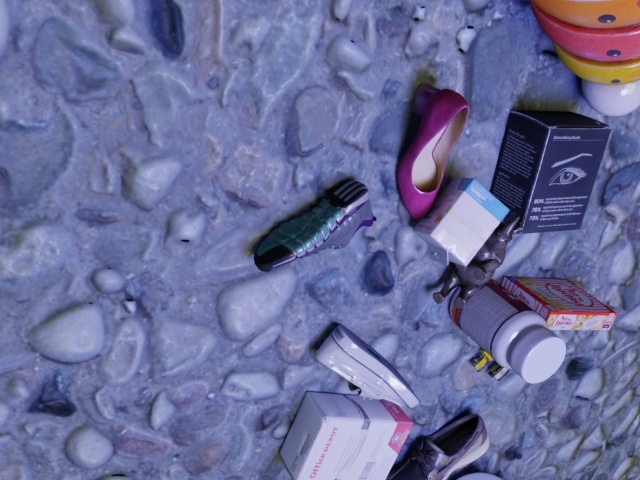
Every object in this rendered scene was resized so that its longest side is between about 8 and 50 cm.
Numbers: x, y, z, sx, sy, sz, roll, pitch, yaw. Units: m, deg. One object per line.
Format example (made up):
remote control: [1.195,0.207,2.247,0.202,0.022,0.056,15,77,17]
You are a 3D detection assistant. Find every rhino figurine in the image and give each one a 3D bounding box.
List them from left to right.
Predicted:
rhino figurine: [0.296,0.030,1.266,0.106,0.073,0.243,-39,164,-40]

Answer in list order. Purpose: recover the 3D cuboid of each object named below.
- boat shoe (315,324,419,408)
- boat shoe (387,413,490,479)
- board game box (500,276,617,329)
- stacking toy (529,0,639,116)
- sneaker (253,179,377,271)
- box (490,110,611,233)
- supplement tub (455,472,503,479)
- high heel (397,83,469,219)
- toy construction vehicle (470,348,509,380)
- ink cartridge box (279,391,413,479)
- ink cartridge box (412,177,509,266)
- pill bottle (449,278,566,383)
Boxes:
boat shoe: [0.089,0.258,1.329,0.084,0.095,0.258,-44,116,5]
boat shoe: [0.248,0.474,1.516,0.285,0.103,0.092,-27,120,-17]
board game box: [0.485,0.129,1.424,0.193,0.147,0.045,4,113,-30]
stacking toy: [0.482,-0.370,1.104,0.350,0.350,0.480,-42,143,-2]
sneaker: [0.000,0.000,1.143,0.223,0.083,0.098,-35,131,-8]
box: [0.416,-0.127,1.275,0.153,0.108,0.207,-3,116,-26]
supplement tub: [0.426,0.719,1.650,0.235,0.235,0.325,-39,127,-4]
high heel: [0.194,-0.132,1.150,0.082,0.117,0.244,-6,118,-25]
toy construction vehicle: [0.379,0.256,1.511,0.098,0.035,0.086,-45,116,-3]
ink cartridge box: [0.050,0.393,1.369,0.217,0.092,0.159,12,109,-34]
ink cartridge box: [0.240,-0.027,1.220,0.090,0.092,0.143,40,86,-13]
pill bottle: [0.356,0.169,1.330,0.121,0.221,0.121,-13,121,-22]
